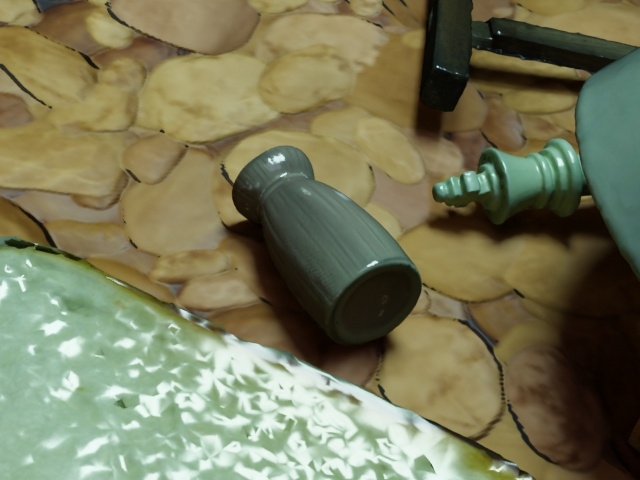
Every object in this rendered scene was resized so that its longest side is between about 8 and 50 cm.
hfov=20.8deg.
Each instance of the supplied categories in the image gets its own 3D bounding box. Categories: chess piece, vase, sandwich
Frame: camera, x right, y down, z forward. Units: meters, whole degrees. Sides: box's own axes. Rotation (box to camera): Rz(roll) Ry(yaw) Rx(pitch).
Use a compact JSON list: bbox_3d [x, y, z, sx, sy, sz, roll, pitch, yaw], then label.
[{"bbox_3d":[0.128,-0.032,0.900,0.149,0.059,0.059,-8,46,-19],"label":"chess piece"},{"bbox_3d":[0.000,0.000,0.823,0.053,0.053,0.100,-13,43,-29],"label":"vase"},{"bbox_3d":[-0.102,0.143,0.596,0.271,0.099,0.301,23,44,16],"label":"sandwich"}]

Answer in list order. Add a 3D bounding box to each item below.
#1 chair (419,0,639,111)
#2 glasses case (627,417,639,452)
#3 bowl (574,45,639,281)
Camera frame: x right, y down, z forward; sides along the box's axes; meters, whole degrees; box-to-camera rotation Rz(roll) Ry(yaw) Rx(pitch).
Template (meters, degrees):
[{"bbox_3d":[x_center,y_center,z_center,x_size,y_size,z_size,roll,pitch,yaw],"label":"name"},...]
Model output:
[{"bbox_3d":[0.184,-0.251,1.052,0.241,0.203,0.416,10,40,-11],"label":"chair"},{"bbox_3d":[0.223,0.117,0.771,0.170,0.041,0.065,40,47,24],"label":"glasses case"},{"bbox_3d":[0.271,-0.021,0.790,0.289,0.146,0.289,27,34,-21],"label":"bowl"}]
